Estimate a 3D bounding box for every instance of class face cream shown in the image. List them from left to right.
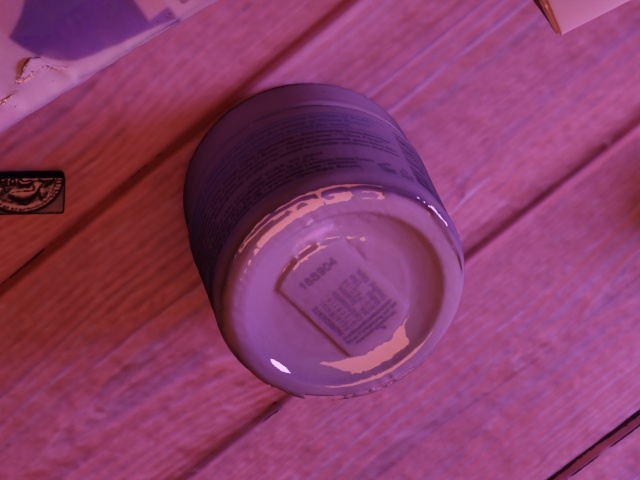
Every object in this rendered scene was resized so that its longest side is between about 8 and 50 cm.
[{"bbox_3d":[0.000,0.000,1.382,0.177,0.153,0.177,-6,122,-10],"label":"face cream"}]

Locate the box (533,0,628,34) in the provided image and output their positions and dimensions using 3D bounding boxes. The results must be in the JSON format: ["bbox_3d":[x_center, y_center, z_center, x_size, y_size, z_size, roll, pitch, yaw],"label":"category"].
[{"bbox_3d":[0.178,-0.241,1.252,0.168,0.212,0.095,-28,121,5],"label":"box"}]

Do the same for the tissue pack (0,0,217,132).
[{"bbox_3d":[-0.223,-0.198,1.231,0.344,0.125,0.242,-32,121,3],"label":"tissue pack"}]

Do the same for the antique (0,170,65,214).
[{"bbox_3d":[-0.274,-0.032,1.378,0.192,0.015,0.031,-2,119,-13],"label":"antique"}]
